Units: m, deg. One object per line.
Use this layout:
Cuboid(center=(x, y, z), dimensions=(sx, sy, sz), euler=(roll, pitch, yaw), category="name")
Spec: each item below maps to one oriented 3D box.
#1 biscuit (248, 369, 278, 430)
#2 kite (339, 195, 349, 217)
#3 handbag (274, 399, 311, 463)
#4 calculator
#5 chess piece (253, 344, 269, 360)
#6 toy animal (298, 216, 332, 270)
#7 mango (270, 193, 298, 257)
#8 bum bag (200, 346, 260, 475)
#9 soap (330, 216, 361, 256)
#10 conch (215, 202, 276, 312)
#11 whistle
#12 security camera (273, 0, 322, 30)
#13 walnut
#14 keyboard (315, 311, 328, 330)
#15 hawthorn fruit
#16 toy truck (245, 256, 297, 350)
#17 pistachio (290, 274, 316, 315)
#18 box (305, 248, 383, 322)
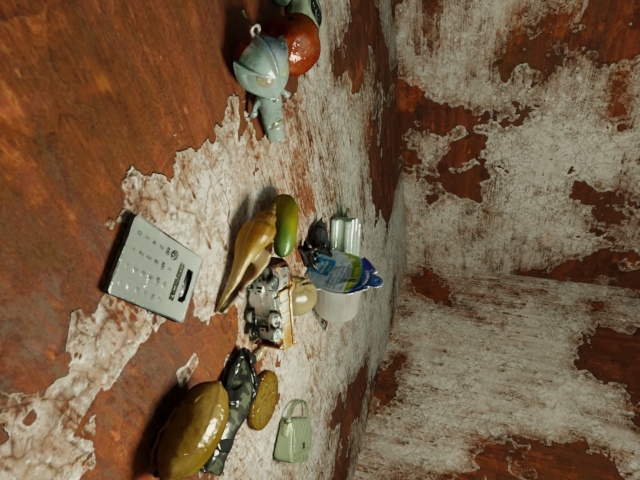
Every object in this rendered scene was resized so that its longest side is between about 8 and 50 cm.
Cuboid(center=(-0.183, 0.508, 1.498), dimensions=(0.187, 0.027, 0.188), euler=(5, 90, -70), category="biscuit")
Cuboid(center=(0.102, -0.093, 2.153), dimensions=(0.229, 0.012, 0.250), euler=(-64, 151, -47), category="kite")
Cuboid(center=(-0.088, 0.712, 1.762), dimensions=(0.256, 0.079, 0.220), euler=(53, 43, -65), category="handbag")
Cuboid(center=(-0.328, 0.068, 0.957), dimensions=(0.262, 0.021, 0.161), euler=(52, 47, -63), category="calculator")
Cuboid(center=(-0.188, 0.345, 1.428), dimensions=(0.092, 0.035, 0.035), euler=(-50, 142, -52), category="chess piece")
Cuboid(center=(0.003, -0.003, 1.743), dimensions=(0.121, 0.117, 0.210), euler=(66, 37, -44), category="toy animal")
Cuboid(center=(-0.107, -0.052, 1.362), dimensions=(0.237, 0.091, 0.137), euler=(-106, -160, -62), category="mango")
Cuboid(center=(-0.237, 0.441, 1.224), dimensions=(0.341, 0.095, 0.144), euler=(-68, 149, -52), category="bum bag")
Cuboid(center=(0.108, 0.038, 2.069), dimensions=(0.172, 0.095, 0.290), euler=(-31, 126, -63), category="soap")
Cuboid(center=(-0.198, 0.041, 1.243), dimensions=(0.331, 0.093, 0.109), euler=(-60, 148, -10), category="conch")
Cuboid(center=(-0.140, -0.398, 1.208), dimensions=(0.142, 0.133, 0.346), euler=(-60, 162, -27), category="whistle")
Cuboid(center=(-0.073, -0.721, 1.370), dimensions=(0.301, 0.080, 0.157), euler=(38, 61, -64), category="security camera")
Cuboid(center=(-0.283, 0.416, 1.026), dimensions=(0.245, 0.137, 0.137), euler=(-58, 149, -44), category="walnut")
Cuboid(center=(0.008, 0.327, 2.000), dimensions=(0.166, 0.017, 0.055), euler=(70, 32, -52), category="keyboard")
Cuboid(center=(-0.111, -0.527, 1.231), dimensions=(0.285, 0.165, 0.166), euler=(-21, 116, -58), category="hawthorn fruit")
Cuboid(center=(-0.140, 0.187, 1.366), dimensions=(0.135, 0.114, 0.271), euler=(-24, 115, -60), category="toy truck")
Cuboid(center=(-0.081, 0.186, 1.543), dimensions=(0.215, 0.143, 0.144), euler=(62, 38, -68), category="pistachio")
Cuboid(center=(0.092, 0.196, 1.845), dimensions=(0.262, 0.290, 0.207), euler=(-65, 164, -50), category="box")
